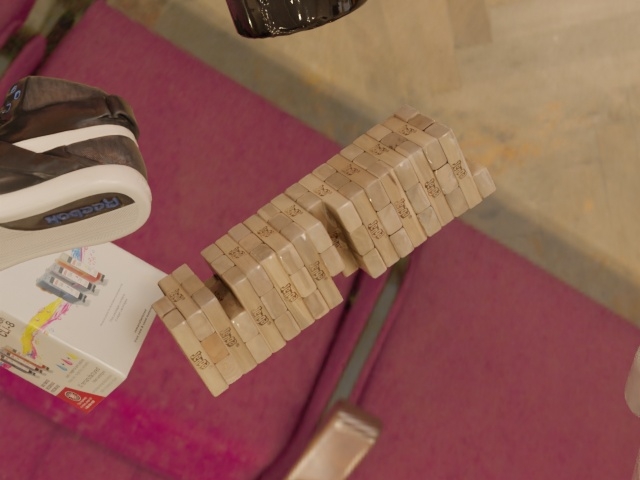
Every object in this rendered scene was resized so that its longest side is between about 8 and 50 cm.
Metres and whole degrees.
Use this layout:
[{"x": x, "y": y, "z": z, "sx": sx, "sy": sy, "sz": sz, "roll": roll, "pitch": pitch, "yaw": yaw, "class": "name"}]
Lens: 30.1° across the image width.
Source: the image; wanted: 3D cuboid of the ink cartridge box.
[{"x": -0.266, "y": 0.065, "z": 1.196, "sx": 0.176, "sy": 0.127, "sz": 0.128, "roll": 32, "pitch": 145, "yaw": -13, "class": "ink cartridge box"}]

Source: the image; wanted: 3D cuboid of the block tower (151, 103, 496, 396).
[{"x": 0.000, "y": 0.000, "z": 1.138, "sx": 0.335, "sy": 0.091, "sz": 0.097, "roll": -35, "pitch": 122, "yaw": -10, "class": "block tower"}]

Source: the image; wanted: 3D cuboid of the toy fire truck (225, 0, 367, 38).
[{"x": 0.084, "y": -0.191, "z": 0.424, "sx": 0.246, "sy": 0.217, "sz": 0.159, "roll": -3, "pitch": 117, "yaw": 30, "class": "toy fire truck"}]

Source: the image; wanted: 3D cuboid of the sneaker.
[{"x": -0.221, "y": -0.042, "z": 0.772, "sx": 0.216, "sy": 0.121, "sz": 0.079, "roll": -10, "pitch": 141, "yaw": -5, "class": "sneaker"}]

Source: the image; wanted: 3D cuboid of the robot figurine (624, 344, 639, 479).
[{"x": 0.315, "y": 0.192, "z": 0.826, "sx": 0.199, "sy": 0.300, "sz": 0.353, "roll": -28, "pitch": 150, "yaw": -5, "class": "robot figurine"}]
